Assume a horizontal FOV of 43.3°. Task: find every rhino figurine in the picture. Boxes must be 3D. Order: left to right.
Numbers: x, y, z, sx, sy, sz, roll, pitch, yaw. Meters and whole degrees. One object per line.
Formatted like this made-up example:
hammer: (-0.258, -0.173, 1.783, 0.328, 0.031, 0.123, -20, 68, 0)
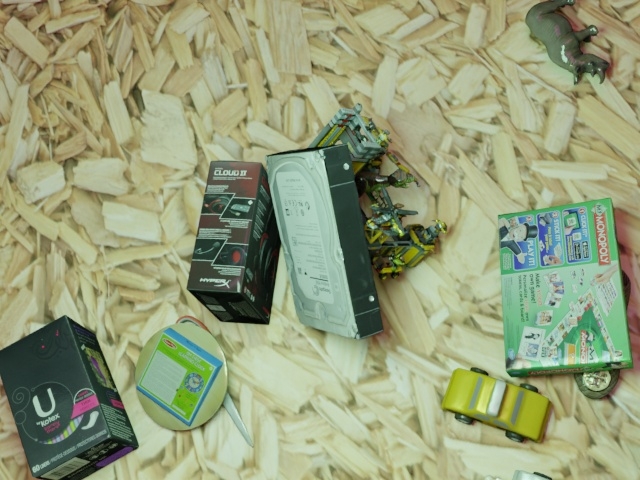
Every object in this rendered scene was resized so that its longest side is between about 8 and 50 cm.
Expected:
rhino figurine: (0.520, -0.415, 1.689, 0.106, 0.073, 0.243, -25, 66, -4)

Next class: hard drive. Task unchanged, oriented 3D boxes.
hard drive: (0.000, 0.000, 1.471, 0.064, 0.237, 0.338, -17, 101, -27)

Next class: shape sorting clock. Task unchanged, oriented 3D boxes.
shape sorting clock: (-0.270, 0.264, 1.571, 0.206, 0.040, 0.206, -2, 84, 24)

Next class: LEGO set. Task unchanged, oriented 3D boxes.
LEGO set: (0.120, -0.112, 1.533, 0.192, 0.255, 0.331, -47, 52, 34)

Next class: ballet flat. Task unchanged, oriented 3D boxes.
ballet flat: (0.514, 0.163, 1.458, 0.084, 0.058, 0.249, 15, 71, 16)

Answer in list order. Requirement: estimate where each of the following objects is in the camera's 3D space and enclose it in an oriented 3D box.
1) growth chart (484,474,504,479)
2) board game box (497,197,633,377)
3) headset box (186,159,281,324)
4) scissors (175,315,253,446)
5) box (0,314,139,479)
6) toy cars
growth chart: (0.304, 0.511, 1.334, 0.172, 0.021, 0.237, 27, 99, 18)
board game box: (0.440, 0.085, 1.473, 0.214, 0.046, 0.317, -8, 61, 23)
headset box: (-0.155, -0.005, 1.579, 0.110, 0.218, 0.293, 3, 68, 12)
scissors: (-0.202, 0.267, 1.584, 0.297, 0.021, 0.109, 40, 80, 23)
box: (-0.491, 0.309, 1.559, 0.165, 0.143, 0.270, -29, 65, -2)
toy cars: (0.359, 0.369, 1.390, 0.177, 0.087, 0.393, -29, 65, -1)
